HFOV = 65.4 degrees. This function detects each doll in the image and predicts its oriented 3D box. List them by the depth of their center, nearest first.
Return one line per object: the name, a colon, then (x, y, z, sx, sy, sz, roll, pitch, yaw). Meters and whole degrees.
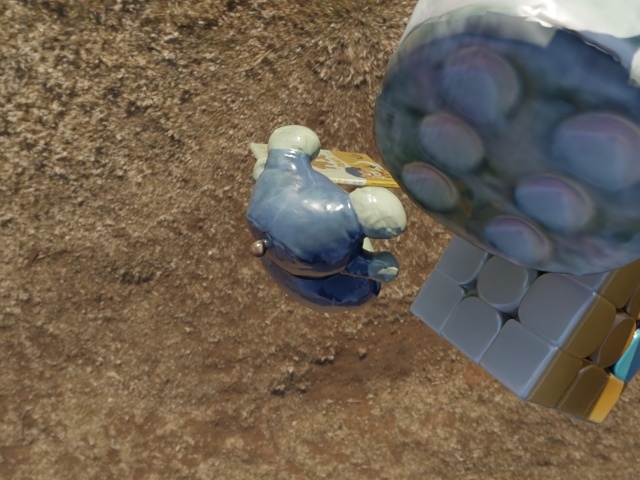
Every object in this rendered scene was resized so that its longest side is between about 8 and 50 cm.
doll: (0.000, 0.000, 0.626, 0.228, 0.258, 0.154, 39, 81, 23)

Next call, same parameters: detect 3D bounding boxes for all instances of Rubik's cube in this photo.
Rubik's cube: (0.402, 0.109, 0.900, 0.292, 0.290, 0.291, 26, 98, -37)

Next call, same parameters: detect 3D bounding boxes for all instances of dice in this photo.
dice: (0.283, -0.180, 0.567, 0.330, 0.348, 0.328, 39, 157, 12)

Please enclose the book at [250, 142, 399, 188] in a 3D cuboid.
book: (0.006, -0.166, 1.111, 0.295, 0.208, 0.020, 2, 116, -21)
